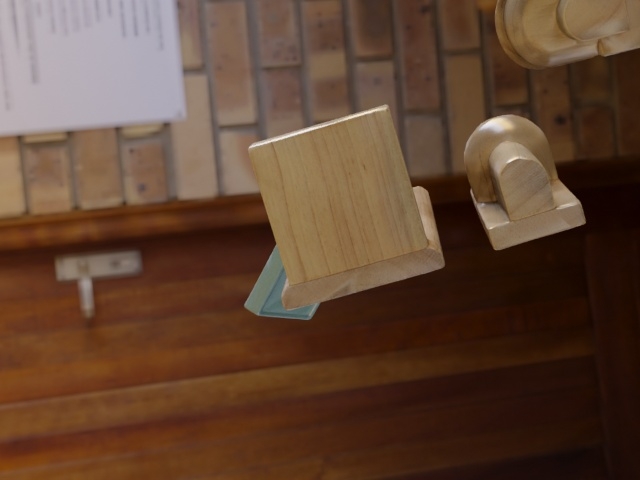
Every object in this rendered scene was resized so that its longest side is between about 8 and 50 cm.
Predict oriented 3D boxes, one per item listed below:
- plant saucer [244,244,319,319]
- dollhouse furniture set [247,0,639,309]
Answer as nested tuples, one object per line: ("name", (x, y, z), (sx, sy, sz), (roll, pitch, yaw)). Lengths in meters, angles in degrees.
("plant saucer", (0.000, 0.000, 1.083), (0.192, 0.067, 0.018), (-62, 34, 36))
("dollhouse furniture set", (0.039, -0.078, 0.477), (0.123, 0.144, 0.151), (-77, -28, -78))
